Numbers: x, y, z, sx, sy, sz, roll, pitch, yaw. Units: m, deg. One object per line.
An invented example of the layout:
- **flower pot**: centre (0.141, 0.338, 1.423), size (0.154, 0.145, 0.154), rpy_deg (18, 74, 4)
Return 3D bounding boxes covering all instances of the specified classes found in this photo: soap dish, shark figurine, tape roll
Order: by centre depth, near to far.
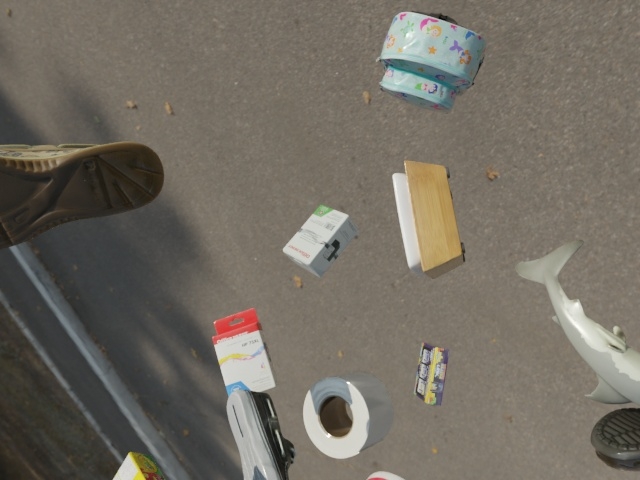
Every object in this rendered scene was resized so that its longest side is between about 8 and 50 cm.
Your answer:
- **shark figurine**: centre (0.331, 0.136, 0.589), size (0.278, 0.166, 0.116), rpy_deg (41, 145, 18)
- **soap dish**: centre (0.248, -0.037, 1.121), size (0.118, 0.291, 0.229), rpy_deg (-11, 80, 15)
- **tape roll**: centre (0.090, 0.550, 1.607), size (0.246, 0.169, 0.246), rpy_deg (-4, 83, 33)

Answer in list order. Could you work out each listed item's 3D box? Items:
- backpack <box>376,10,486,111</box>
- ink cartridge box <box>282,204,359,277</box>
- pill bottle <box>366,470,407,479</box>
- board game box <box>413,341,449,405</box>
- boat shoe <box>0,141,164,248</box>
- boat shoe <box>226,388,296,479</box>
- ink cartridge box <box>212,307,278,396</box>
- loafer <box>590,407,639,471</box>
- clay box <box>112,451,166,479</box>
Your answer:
- **backpack**: centre (0.238, -0.392, 1.104), size (0.225, 0.253, 0.191), rpy_deg (20, 96, 3)
- **ink cartridge box**: centre (0.000, 0.000, 1.639), size (0.153, 0.208, 0.087), rpy_deg (27, 162, 48)
- **pill bottle**: centre (0.088, 0.645, 1.010), size (0.176, 0.318, 0.176), rpy_deg (21, 126, 31)
- **board game box**: centre (0.345, 0.411, 1.564), size (0.048, 0.170, 0.141), rpy_deg (11, 175, -6)
- **boat shoe**: centre (-0.326, -0.056, 0.564), size (0.089, 0.285, 0.105), rpy_deg (-150, 54, -61)
- **boat shoe**: centre (-0.111, 0.477, 1.128), size (0.121, 0.119, 0.335), rpy_deg (-60, 41, 35)
- **ink cartridge box**: centre (-0.216, 0.316, 1.409), size (0.078, 0.134, 0.231), rpy_deg (81, 170, -79)
- **loafer**: centre (0.436, 0.258, 0.628), size (0.080, 0.220, 0.078), rpy_deg (-144, 53, -69)
- **clay box**: centre (-0.295, 0.476, 0.836), size (0.222, 0.127, 0.053), rpy_deg (26, 173, 46)
